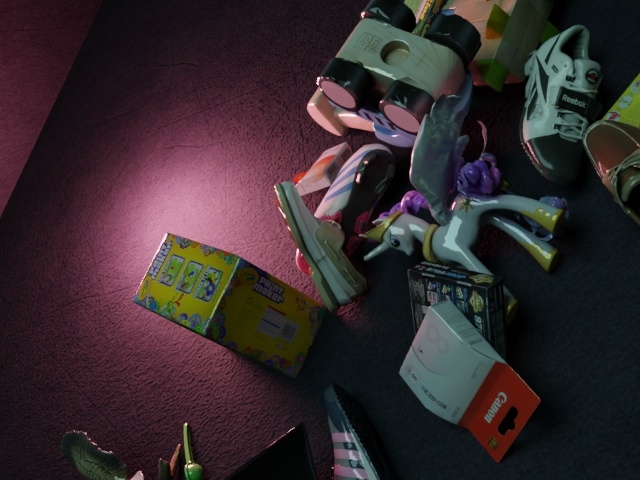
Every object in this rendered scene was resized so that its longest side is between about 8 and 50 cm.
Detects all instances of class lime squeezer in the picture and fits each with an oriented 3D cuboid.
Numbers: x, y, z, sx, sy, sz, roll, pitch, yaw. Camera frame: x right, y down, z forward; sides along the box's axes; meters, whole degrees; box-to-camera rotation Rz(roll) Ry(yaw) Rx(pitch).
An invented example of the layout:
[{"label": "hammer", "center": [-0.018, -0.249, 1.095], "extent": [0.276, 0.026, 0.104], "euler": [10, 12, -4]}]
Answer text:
[{"label": "lime squeezer", "center": [-0.252, 0.506, 1.822], "extent": [0.310, 0.058, 0.110], "euler": [22, 82, 48]}]

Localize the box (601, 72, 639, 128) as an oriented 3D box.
[{"label": "box", "center": [0.593, -0.240, 1.505], "extent": [0.179, 0.043, 0.105], "euler": [-50, 44, 5]}]

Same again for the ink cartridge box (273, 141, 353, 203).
[{"label": "ink cartridge box", "center": [-0.024, -0.160, 1.975], "extent": [0.179, 0.045, 0.145], "euler": [-14, 27, 36]}]

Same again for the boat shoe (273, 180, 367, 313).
[{"label": "boat shoe", "center": [0.000, 0.000, 1.748], "extent": [0.103, 0.302, 0.113], "euler": [-27, 18, -3]}]

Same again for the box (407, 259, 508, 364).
[{"label": "box", "center": [0.245, 0.157, 1.479], "extent": [0.175, 0.051, 0.220], "euler": [12, 118, 46]}]

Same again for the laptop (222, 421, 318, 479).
[{"label": "laptop", "center": [-0.062, 0.628, 1.495], "extent": [0.382, 0.408, 0.236], "euler": [-40, 2, 18]}]

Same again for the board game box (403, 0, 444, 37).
[{"label": "board game box", "center": [0.199, -0.466, 1.932], "extent": [0.260, 0.030, 0.136], "euler": [-66, 26, 22]}]

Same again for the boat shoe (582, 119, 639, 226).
[{"label": "boat shoe", "center": [0.541, -0.098, 1.386], "extent": [0.123, 0.116, 0.324], "euler": [-50, 47, 22]}]

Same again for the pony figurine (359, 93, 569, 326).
[{"label": "pony figurine", "center": [0.272, -0.057, 1.557], "extent": [0.363, 0.302, 0.351], "euler": [29, 96, 32]}]

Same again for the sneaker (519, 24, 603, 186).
[{"label": "sneaker", "center": [0.457, -0.263, 1.553], "extent": [0.146, 0.122, 0.331], "euler": [136, 143, -56]}]

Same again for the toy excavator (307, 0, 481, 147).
[{"label": "toy excavator", "center": [0.125, -0.305, 1.783], "extent": [0.432, 0.445, 0.222], "euler": [26, 75, 23]}]

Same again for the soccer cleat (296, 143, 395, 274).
[{"label": "soccer cleat", "center": [0.056, -0.070, 1.864], "extent": [0.331, 0.116, 0.143], "euler": [-55, 18, 8]}]

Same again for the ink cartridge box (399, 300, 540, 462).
[{"label": "ink cartridge box", "center": [0.243, 0.245, 1.417], "extent": [0.232, 0.066, 0.189], "euler": [54, 142, 34]}]

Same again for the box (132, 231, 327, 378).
[{"label": "box", "center": [-0.197, 0.141, 1.816], "extent": [0.279, 0.290, 0.177], "euler": [15, 77, 45]}]

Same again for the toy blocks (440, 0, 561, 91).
[{"label": "toy blocks", "center": [0.361, -0.482, 1.787], "extent": [0.260, 0.190, 0.382], "euler": [11, 75, 57]}]

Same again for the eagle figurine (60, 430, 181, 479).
[{"label": "eagle figurine", "center": [-0.483, 0.570, 1.876], "extent": [0.226, 0.298, 0.225], "euler": [-77, -8, -66]}]

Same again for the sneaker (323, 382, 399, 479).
[{"label": "sneaker", "center": [0.050, 0.416, 1.558], "extent": [0.131, 0.112, 0.319], "euler": [-40, 44, 14]}]
